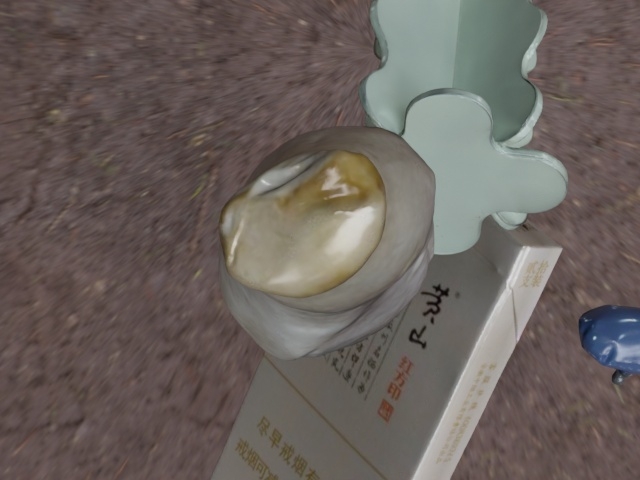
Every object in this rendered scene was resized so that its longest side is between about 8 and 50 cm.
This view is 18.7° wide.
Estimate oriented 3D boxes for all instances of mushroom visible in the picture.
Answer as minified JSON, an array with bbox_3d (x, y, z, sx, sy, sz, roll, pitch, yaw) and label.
[{"bbox_3d":[0.002,-0.001,0.936,0.109,0.351,0.097,-26,84,-5],"label":"mushroom"}]

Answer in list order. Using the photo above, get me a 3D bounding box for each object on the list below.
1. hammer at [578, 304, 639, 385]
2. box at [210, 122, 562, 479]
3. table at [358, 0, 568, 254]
[{"bbox_3d":[0.203,0.053,0.869,0.193,0.116,0.070,8,123,-16],"label":"hammer"},{"bbox_3d":[0.042,0.105,1.563,0.204,0.051,0.365,43,120,39],"label":"box"},{"bbox_3d":[0.093,-0.118,1.364,0.166,0.166,0.198,7,52,1],"label":"table"}]
